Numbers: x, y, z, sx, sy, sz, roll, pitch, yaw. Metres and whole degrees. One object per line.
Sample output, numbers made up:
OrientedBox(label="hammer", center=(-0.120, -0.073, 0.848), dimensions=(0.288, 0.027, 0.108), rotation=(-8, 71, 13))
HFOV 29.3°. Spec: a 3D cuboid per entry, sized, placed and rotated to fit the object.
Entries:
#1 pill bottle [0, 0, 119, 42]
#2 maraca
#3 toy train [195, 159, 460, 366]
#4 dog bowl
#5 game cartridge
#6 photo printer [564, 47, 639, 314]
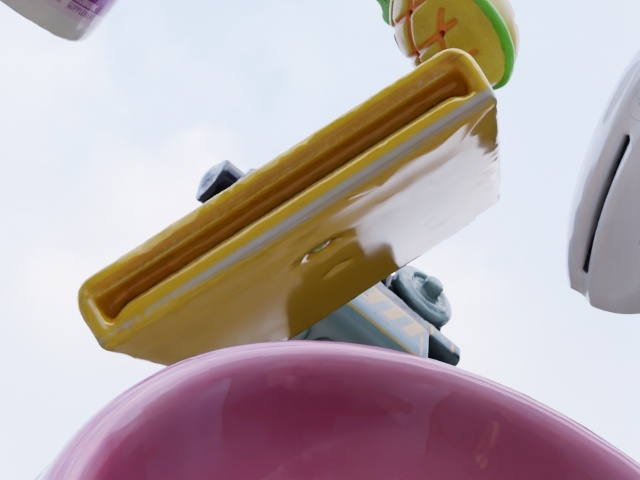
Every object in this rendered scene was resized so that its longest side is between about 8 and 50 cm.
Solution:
OrientedBox(label="pill bottle", center=(-0.201, -0.350, 1.147), dimensions=(0.169, 0.169, 0.301), rotation=(35, -79, -24))
OrientedBox(label="maraca", center=(0.107, -0.207, 1.124), dimensions=(0.099, 0.186, 0.127), rotation=(-37, -30, -23))
OrientedBox(label="toy train", center=(0.004, 0.059, 1.214), dimensions=(0.334, 0.190, 0.142), rotation=(41, -63, -16))
OrientedBox(label="dog bowl", center=(0.031, 0.203, 0.492), dimensions=(0.408, 0.408, 0.150), rotation=(17, -59, -12))
OrientedBox(label="game cartridge", center=(0.000, 0.000, 0.884), dimensions=(0.285, 0.052, 0.323), rotation=(-32, -12, 2))
OrientedBox(label="photo printer", center=(0.347, -0.075, 1.066), dimensions=(0.308, 0.107, 0.256), rotation=(-19, -44, -32))
